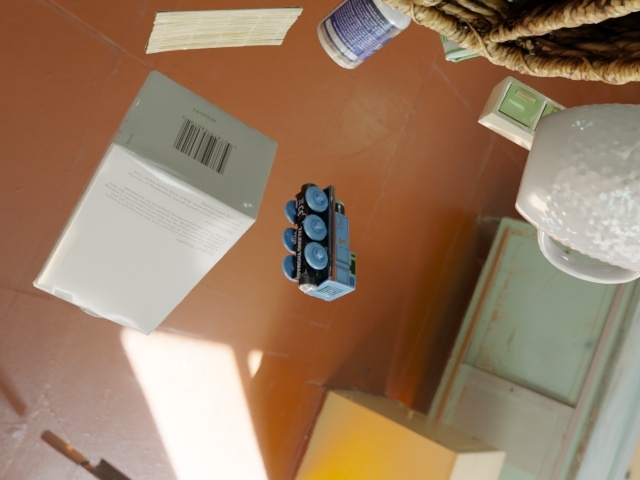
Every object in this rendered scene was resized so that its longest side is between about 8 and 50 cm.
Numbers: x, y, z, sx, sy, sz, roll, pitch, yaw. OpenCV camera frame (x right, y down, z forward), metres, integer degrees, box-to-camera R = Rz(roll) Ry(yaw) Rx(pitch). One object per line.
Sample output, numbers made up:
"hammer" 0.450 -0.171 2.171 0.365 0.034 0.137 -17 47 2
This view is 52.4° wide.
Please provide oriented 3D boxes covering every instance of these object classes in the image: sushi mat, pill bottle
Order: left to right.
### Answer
"sushi mat" -0.202 -0.444 1.368 0.317 0.151 0.019 -11 79 -24
"pill bottle" 0.132 -0.566 1.634 0.153 0.265 0.153 30 45 -34

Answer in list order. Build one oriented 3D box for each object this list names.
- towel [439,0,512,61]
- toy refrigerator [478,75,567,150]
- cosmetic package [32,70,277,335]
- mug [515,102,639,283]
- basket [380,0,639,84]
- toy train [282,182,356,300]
"towel" 0.393 -0.600 1.550 0.038 0.248 0.324 22 61 -68
"toy refrigerator" 0.521 -0.269 1.527 0.102 0.269 0.094 -63 -175 -7
"cosmetic package" -0.241 -0.030 0.914 0.197 0.365 0.155 29 47 -21
"mug" 0.518 -0.062 1.148 0.374 0.328 0.276 90 21 -47
"basket" 0.175 -0.194 0.464 0.223 0.299 0.213 -34 107 -5
"toy train" 0.000 0.000 1.001 0.105 0.080 0.184 23 54 -35
